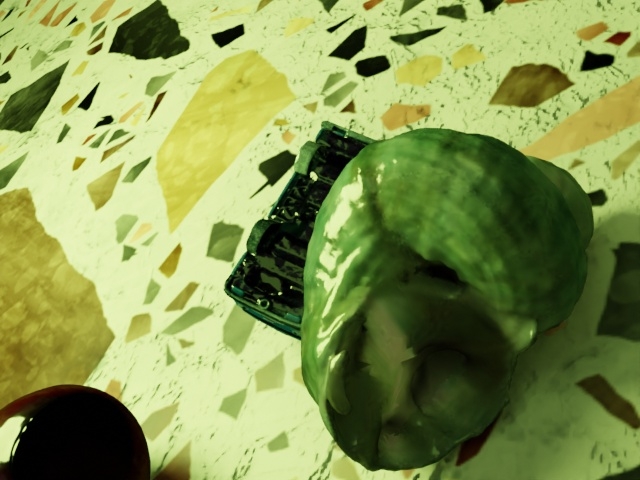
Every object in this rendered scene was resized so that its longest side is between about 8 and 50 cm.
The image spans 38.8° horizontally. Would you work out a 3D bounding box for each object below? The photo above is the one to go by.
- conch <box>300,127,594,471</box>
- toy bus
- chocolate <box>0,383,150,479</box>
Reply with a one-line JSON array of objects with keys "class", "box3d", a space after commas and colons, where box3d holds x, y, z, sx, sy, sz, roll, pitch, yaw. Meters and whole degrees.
[{"class": "conch", "box3d": [0.095, 0.023, 0.664, 0.277, 0.220, 0.195, -31, -2, -23]}, {"class": "toy bus", "box3d": [0.000, 0.000, 0.802, 0.090, 0.106, 0.184, 25, 70, 16]}, {"class": "chocolate", "box3d": [-0.229, 0.211, 0.777, 0.177, 0.177, 0.176, -22, 44, 23]}]
